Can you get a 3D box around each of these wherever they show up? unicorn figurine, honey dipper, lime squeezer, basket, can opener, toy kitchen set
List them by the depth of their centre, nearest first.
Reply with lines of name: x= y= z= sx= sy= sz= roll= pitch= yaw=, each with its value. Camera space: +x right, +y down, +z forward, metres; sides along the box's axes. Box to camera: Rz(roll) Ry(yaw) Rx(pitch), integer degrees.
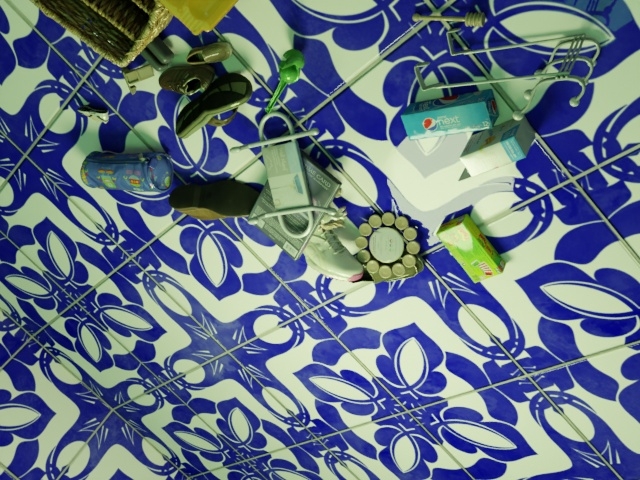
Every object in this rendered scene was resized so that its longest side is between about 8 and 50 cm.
honey dipper: x=0.275 y=-0.479 z=1.590 sx=0.161 sy=0.030 sz=0.030 roll=9 pitch=131 yaw=26
basket: x=-0.511 y=-0.613 z=1.771 sx=0.299 sy=0.223 sz=0.213 roll=38 pitch=143 yaw=-8
lime squeezer: x=-0.082 y=-0.407 z=1.817 sx=0.059 sy=0.110 sz=0.310 roll=19 pitch=168 yaw=-7
can opener: x=-0.516 y=-0.560 z=1.933 sx=0.283 sy=0.095 sz=0.076 roll=48 pitch=135 yaw=-6
unicorn figurine: x=0.008 y=-0.106 z=2.028 sx=0.111 sy=0.060 sz=0.162 roll=-16 pitch=81 yaw=7
toy kitchen set: x=-0.510 y=-0.457 z=2.068 sx=0.083 sy=0.075 sz=0.068 roll=43 pitch=154 yaw=57

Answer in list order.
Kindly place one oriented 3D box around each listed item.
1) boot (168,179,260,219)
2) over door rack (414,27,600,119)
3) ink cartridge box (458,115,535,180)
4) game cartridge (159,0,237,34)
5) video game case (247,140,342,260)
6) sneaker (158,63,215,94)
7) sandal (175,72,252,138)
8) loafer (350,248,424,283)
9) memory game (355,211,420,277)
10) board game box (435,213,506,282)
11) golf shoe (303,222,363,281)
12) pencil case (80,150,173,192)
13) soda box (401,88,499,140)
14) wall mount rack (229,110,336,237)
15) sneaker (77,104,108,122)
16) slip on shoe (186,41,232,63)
boot: x=-0.299 y=-0.110 z=2.219 sx=0.305 sy=0.112 sz=0.115 roll=4 pitch=159 yaw=22
over door rack: x=0.384 y=-0.342 z=1.497 sx=0.324 sy=0.239 sz=0.108 roll=10 pitch=126 yaw=23
ink cartridge box: x=0.392 y=-0.211 z=1.696 sx=0.181 sy=0.104 sz=0.061 roll=-20 pitch=114 yaw=40
game cartridge: x=-0.294 y=-0.670 z=1.655 sx=0.324 sy=0.052 sz=0.285 roll=44 pitch=107 yaw=-9
video game case: x=-0.076 y=-0.107 z=2.027 sx=0.196 sy=0.026 sz=0.274 roll=41 pitch=120 yaw=17
sneaker: x=-0.370 y=-0.425 z=1.972 sx=0.188 sy=0.071 sz=0.066 roll=-6 pitch=146 yaw=33
sandal: x=-0.279 y=-0.356 z=1.981 sx=0.086 sy=0.120 sz=0.303 roll=28 pitch=146 yaw=-36
loafer: x=0.177 y=0.088 z=2.093 sx=0.251 sy=0.087 sz=0.094 roll=-10 pitch=121 yaw=36
memory game: x=0.184 y=0.013 z=2.021 sx=0.186 sy=0.012 sz=0.186 roll=4 pitch=101 yaw=20
board game box: x=0.398 y=0.022 z=1.939 sx=0.092 sy=0.043 sz=0.181 roll=-27 pitch=111 yaw=42
golf shoe: x=0.000 y=0.000 z=2.075 sx=0.306 sy=0.115 sz=0.140 roll=34 pitch=126 yaw=23
pencil case: x=-0.597 y=-0.215 z=2.261 sx=0.306 sy=0.119 sz=0.133 roll=5 pitch=146 yaw=27
soda box: x=0.301 y=-0.291 z=1.709 sx=0.210 sy=0.067 sz=0.071 roll=-4 pitch=124 yaw=33
wall mount rack: x=-0.079 y=-0.167 z=1.916 sx=0.304 sy=0.130 sz=0.350 roll=-7 pitch=101 yaw=34
sneaker: x=-0.691 y=-0.382 z=2.231 sx=0.109 sy=0.040 sz=0.043 roll=16 pitch=135 yaw=19
slip on shoe: x=-0.290 y=-0.483 z=1.907 sx=0.135 sy=0.041 sz=0.051 roll=4 pitch=128 yaw=28
